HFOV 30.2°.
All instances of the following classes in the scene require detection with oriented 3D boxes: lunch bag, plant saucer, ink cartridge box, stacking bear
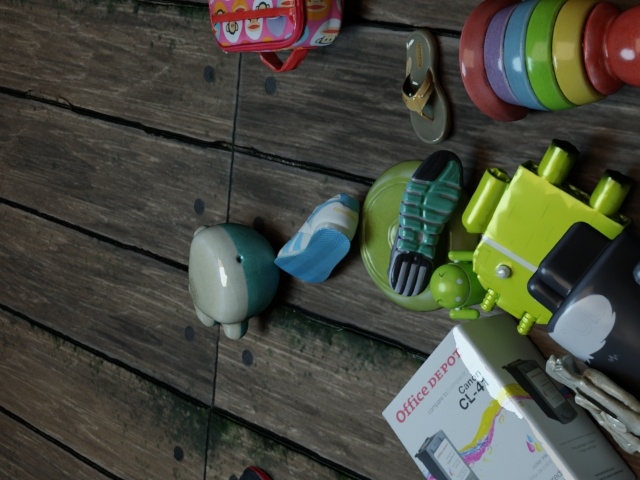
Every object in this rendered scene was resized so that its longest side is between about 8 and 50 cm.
[{"bbox_3d":[-0.077,-0.406,1.942,0.293,0.120,0.258,9,106,56],"label":"lunch bag"},{"bbox_3d":[0.140,-0.006,1.852,0.241,0.037,0.240,6,99,45],"label":"plant saucer"},{"bbox_3d":[0.261,0.293,1.704,0.306,0.131,0.226,53,128,25],"label":"ink cartridge box"},{"bbox_3d":[0.344,-0.248,1.548,0.289,0.164,0.175,2,96,40],"label":"stacking bear"}]

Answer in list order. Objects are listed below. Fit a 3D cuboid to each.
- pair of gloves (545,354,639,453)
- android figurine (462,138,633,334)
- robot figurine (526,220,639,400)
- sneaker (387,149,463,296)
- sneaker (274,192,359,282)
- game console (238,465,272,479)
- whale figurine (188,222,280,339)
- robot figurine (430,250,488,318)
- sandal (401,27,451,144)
[{"bbox_3d":[0.372,0.221,1.515,0.204,0.240,0.042,40,86,9],"label":"pair of gloves"},{"bbox_3d":[0.313,0.004,1.642,0.248,0.056,0.272,35,117,17],"label":"android figurine"},{"bbox_3d":[0.401,0.098,1.486,0.278,0.209,0.173,38,108,12],"label":"robot figurine"},{"bbox_3d":[0.143,-0.031,1.771,0.098,0.083,0.223,-147,77,-78],"label":"sneaker"},{"bbox_3d":[0.000,0.000,1.964,0.229,0.087,0.092,-37,26,56],"label":"sneaker"},{"bbox_3d":[-0.087,0.653,2.139,0.342,0.060,0.386,38,119,35],"label":"game console"},{"bbox_3d":[-0.159,0.070,2.113,0.216,0.141,0.272,70,158,13],"label":"whale figurine"},{"bbox_3d":[0.207,0.064,1.738,0.067,0.115,0.101,6,99,45],"label":"robot figurine"},{"bbox_3d":[0.152,-0.234,1.804,0.072,0.049,0.180,-8,89,45],"label":"sandal"}]
